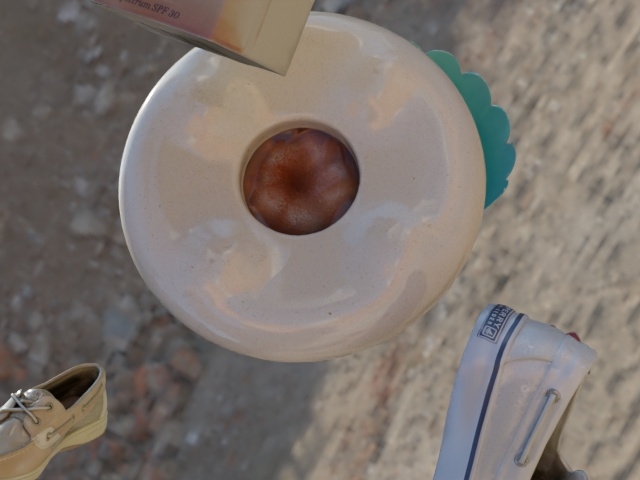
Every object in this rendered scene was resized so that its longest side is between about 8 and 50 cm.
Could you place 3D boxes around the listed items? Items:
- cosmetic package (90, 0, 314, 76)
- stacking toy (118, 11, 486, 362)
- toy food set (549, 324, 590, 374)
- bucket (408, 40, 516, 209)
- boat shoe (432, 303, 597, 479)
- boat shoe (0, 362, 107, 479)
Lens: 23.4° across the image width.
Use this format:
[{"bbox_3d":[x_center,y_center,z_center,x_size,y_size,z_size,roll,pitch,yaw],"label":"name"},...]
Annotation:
[{"bbox_3d":[-0.064,-0.310,1.318,0.153,0.129,0.296,20,91,29],"label":"cosmetic package"},{"bbox_3d":[0.000,0.000,1.650,0.480,0.351,0.350,71,-137,-72],"label":"stacking toy"},{"bbox_3d":[0.267,0.129,1.886,0.019,0.122,0.078,89,179,-54],"label":"toy food set"},{"bbox_3d":[0.098,-0.099,2.017,0.183,0.281,0.281,127,164,-56],"label":"bucket"},{"bbox_3d":[0.187,0.229,1.384,0.136,0.157,0.367,-47,-29,-53],"label":"boat shoe"},{"bbox_3d":[-0.377,0.235,1.992,0.302,0.109,0.098,-23,-53,-59],"label":"boat shoe"}]
